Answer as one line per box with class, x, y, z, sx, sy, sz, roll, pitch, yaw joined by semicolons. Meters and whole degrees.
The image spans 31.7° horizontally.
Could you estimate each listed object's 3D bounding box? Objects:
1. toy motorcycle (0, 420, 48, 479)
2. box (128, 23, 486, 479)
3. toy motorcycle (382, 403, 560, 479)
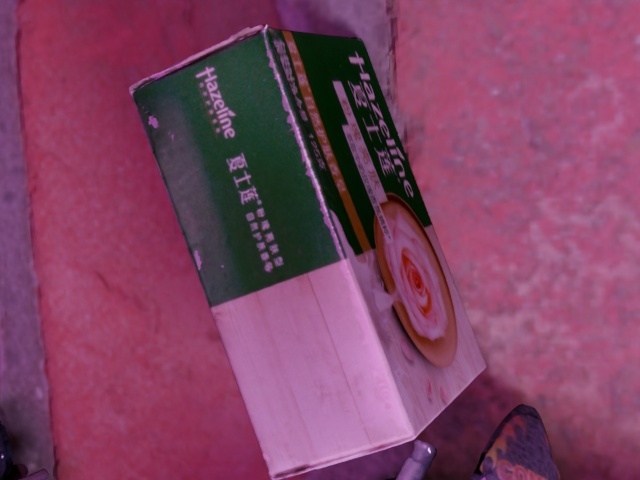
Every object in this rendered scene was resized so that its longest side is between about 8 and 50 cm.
toy motorcycle;-0.239;0.207;0.711;0.122;0.082;0.213;39;111;14
box;0.000;0.000;0.557;0.081;0.135;0.199;-19;91;23
toy motorcycle;0.054;0.219;0.496;0.173;0.307;0.108;-34;121;30
